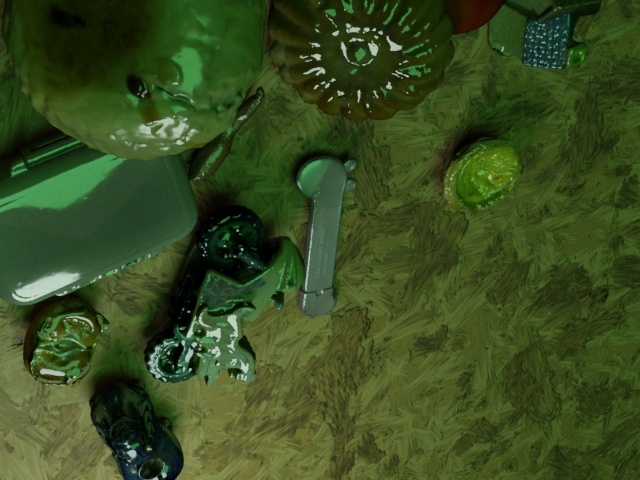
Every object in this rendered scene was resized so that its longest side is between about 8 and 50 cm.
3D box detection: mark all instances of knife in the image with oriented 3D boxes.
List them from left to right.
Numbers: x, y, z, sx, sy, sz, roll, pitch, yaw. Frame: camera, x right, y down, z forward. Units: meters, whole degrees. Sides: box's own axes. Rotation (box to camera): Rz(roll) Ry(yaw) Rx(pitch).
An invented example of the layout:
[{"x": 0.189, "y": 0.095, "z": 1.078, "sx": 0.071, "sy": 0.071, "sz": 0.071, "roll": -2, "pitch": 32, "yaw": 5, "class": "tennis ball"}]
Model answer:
[{"x": 0.000, "y": 0.000, "z": 1.994, "sx": 0.132, "sy": 0.038, "sz": 0.398, "roll": -9, "pitch": 126, "yaw": -20, "class": "knife"}]

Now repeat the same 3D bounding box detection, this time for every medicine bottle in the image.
[{"x": -0.407, "y": -0.056, "z": 1.683, "sx": 0.375, "sy": 0.123, "sz": 0.282, "roll": -23, "pitch": 130, "yaw": -11, "class": "medicine bottle"}]

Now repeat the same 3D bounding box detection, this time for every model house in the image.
[{"x": 0.440, "y": -0.421, "z": 1.846, "sx": 0.195, "sy": 0.189, "sz": 0.214, "roll": -10, "pitch": 124, "yaw": -19, "class": "model house"}]

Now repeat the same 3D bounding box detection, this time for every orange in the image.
[{"x": -0.475, "y": 0.180, "z": 1.817, "sx": 0.170, "sy": 0.112, "sz": 0.160, "roll": -32, "pitch": 123, "yaw": -36, "class": "orange"}]

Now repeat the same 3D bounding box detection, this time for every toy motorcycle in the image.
[{"x": -0.179, "y": 0.118, "z": 1.901, "sx": 0.237, "sy": 0.168, "sz": 0.410, "roll": 14, "pitch": 119, "yaw": -28, "class": "toy motorcycle"}]

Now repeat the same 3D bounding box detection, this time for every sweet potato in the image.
[{"x": -0.165, "y": -0.190, "z": 1.767, "sx": 0.050, "sy": 0.050, "sz": 0.214, "roll": 28, "pitch": 107, "yaw": -38, "class": "sweet potato"}]

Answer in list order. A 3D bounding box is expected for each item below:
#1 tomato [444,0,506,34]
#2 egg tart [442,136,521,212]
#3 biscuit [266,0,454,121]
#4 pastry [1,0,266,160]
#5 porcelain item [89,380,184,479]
[{"x": 0.243, "y": -0.482, "z": 1.706, "sx": 0.260, "sy": 0.180, "sz": 0.259, "roll": -12, "pitch": 123, "yaw": -20, "class": "tomato"}, {"x": 0.327, "y": -0.141, "z": 2.048, "sx": 0.191, "sy": 0.074, "sz": 0.191, "roll": -15, "pitch": 127, "yaw": -20, "class": "egg tart"}, {"x": 0.066, "y": -0.335, "z": 1.674, "sx": 0.326, "sy": 0.107, "sz": 0.325, "roll": 5, "pitch": 129, "yaw": 7, "class": "biscuit"}, {"x": -0.258, "y": -0.306, "z": 1.442, "sx": 0.389, "sy": 0.312, "sz": 0.388, "roll": 2, "pitch": 101, "yaw": 13, "class": "pastry"}, {"x": -0.357, "y": 0.410, "z": 1.987, "sx": 0.138, "sy": 0.186, "sz": 0.288, "roll": -27, "pitch": 131, "yaw": -12, "class": "porcelain item"}]
